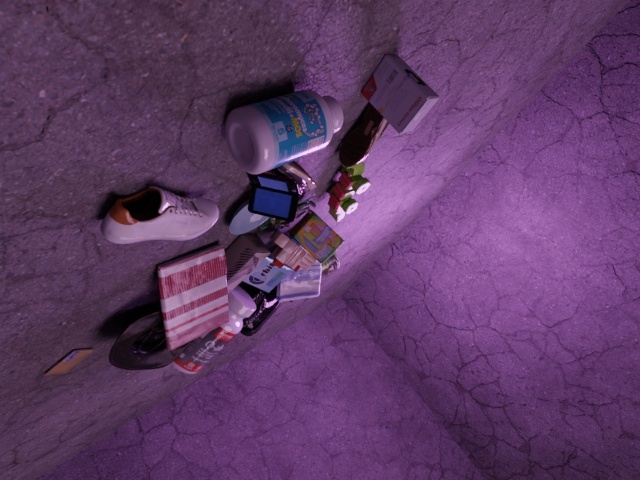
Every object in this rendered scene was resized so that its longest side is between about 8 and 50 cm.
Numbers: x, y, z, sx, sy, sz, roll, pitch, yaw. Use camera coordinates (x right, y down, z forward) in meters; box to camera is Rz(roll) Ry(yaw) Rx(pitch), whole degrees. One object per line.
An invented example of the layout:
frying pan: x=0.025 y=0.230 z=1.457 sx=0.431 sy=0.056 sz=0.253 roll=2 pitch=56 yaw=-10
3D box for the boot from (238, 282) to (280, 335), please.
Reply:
boot: x=-0.287 y=0.253 z=2.061 sx=0.347 sy=0.131 sz=0.259 roll=-60 pitch=156 yaw=-45

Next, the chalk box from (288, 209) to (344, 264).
chalk box: x=0.000 y=0.000 z=1.718 sx=0.132 sy=0.213 sz=0.132 roll=-48 pitch=-165 yaw=0

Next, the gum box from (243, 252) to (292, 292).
gum box: x=-0.232 y=0.118 z=1.752 sx=0.185 sy=0.041 sz=0.157 roll=31 pitch=116 yaw=-34

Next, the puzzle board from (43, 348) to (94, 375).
puzzle board: x=-0.825 y=0.397 z=1.439 sx=0.128 sy=0.011 sz=0.096 roll=-39 pitch=164 yaw=1

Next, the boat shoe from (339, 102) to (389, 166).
boat shoe: x=0.157 y=-0.341 z=1.402 sx=0.095 sy=0.095 sz=0.257 roll=-30 pitch=164 yaw=-50

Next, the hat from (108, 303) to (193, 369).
hat: x=-0.580 y=0.307 z=1.515 sx=0.332 sy=0.134 sz=0.331 roll=-30 pitch=147 yaw=-23

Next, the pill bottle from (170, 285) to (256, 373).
pill bottle: x=-0.447 y=0.341 z=1.759 sx=0.363 sy=0.210 sz=0.210 roll=-44 pitch=165 yaw=4

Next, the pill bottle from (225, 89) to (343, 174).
pill bottle: x=-0.072 y=-0.257 z=0.999 sx=0.264 sy=0.146 sz=0.146 roll=-29 pitch=163 yaw=-34

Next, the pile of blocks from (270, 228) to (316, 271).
pile of blocks: x=-0.138 y=0.046 z=1.649 sx=0.112 sy=0.149 sz=0.362 roll=-51 pitch=161 yaw=-2

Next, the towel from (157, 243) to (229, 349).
towel: x=-0.414 y=0.184 z=1.443 sx=0.237 sy=0.037 sz=0.328 roll=-23 pitch=129 yaw=-40

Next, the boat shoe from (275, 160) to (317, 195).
boat shoe: x=-0.085 y=-0.180 z=1.293 sx=0.092 sy=0.103 sz=0.285 roll=-45 pitch=171 yaw=6

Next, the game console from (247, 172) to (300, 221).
game console: x=-0.136 y=-0.123 z=1.217 sx=0.124 sy=0.144 sz=0.085 roll=81 pitch=23 yaw=-73

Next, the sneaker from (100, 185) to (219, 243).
sneaker: x=-0.339 y=-0.067 z=1.008 sx=0.290 sy=0.105 sz=0.123 roll=-18 pitch=158 yaw=-50

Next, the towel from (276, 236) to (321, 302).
towel: x=-0.084 y=0.119 z=1.869 sx=0.210 sy=0.034 sz=0.284 roll=-3 pitch=105 yaw=-29

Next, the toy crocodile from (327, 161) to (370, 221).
toy crocodile: x=0.091 y=-0.190 z=1.658 sx=0.105 sy=0.115 sz=0.340 roll=-23 pitch=158 yaw=-30

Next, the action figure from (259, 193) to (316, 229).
action figure: x=-0.123 y=-0.088 z=1.562 sx=0.232 sy=0.063 sz=0.137 roll=-24 pitch=163 yaw=-33

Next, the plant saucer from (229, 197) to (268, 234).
plant saucer: x=-0.211 y=-0.095 z=1.369 sx=0.195 sy=0.037 sz=0.195 roll=-35 pitch=166 yaw=-10

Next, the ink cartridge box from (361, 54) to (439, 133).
ink cartridge box: x=0.216 y=-0.398 z=1.199 sx=0.072 sy=0.175 sz=0.127 roll=-22 pitch=158 yaw=-47

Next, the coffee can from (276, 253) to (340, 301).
coffee can: x=-0.080 y=0.122 z=2.011 sx=0.276 sy=0.201 sz=0.201 roll=-35 pitch=165 yaw=-17

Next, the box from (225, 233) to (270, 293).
box: x=-0.319 y=0.099 z=1.582 sx=0.275 sy=0.094 sz=0.113 roll=-44 pitch=164 yaw=18
